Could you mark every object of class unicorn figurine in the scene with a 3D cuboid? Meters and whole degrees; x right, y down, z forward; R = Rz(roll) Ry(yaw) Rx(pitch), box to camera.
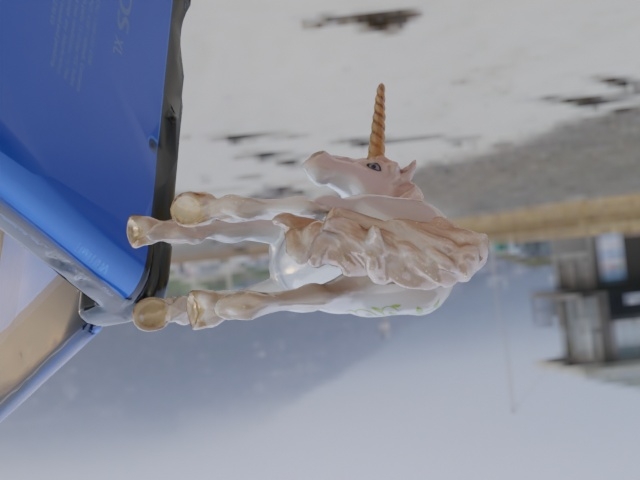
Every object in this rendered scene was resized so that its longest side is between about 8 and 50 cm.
[{"bbox_3d":[0.000,0.000,0.501,0.111,0.060,0.162,-6,-162,-21],"label":"unicorn figurine"}]

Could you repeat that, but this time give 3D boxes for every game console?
[{"bbox_3d":[-0.155,-0.095,0.782,0.173,0.293,0.250,-14,146,24],"label":"game console"}]
